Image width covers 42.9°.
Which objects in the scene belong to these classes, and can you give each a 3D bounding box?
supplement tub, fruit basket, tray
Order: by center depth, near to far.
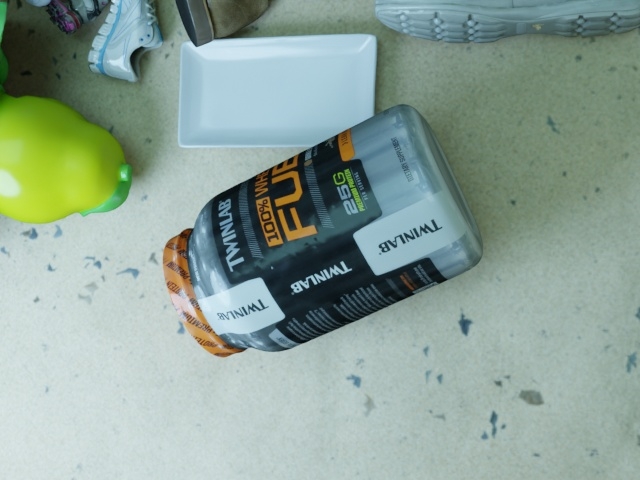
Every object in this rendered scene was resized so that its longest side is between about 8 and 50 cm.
[{"bbox_3d":[0.000,0.000,0.955,0.338,0.207,0.207,-26,82,14],"label":"supplement tub"},{"bbox_3d":[-0.057,-0.192,1.068,0.270,0.030,0.145,2,89,16],"label":"tray"},{"bbox_3d":[-0.449,-0.129,1.103,0.392,0.283,0.392,-4,100,-25],"label":"fruit basket"}]

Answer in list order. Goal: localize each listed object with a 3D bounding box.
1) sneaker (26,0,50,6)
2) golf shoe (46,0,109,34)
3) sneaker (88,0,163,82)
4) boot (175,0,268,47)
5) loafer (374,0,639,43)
[{"bbox_3d":[-0.468,-0.367,1.040,0.366,0.210,0.137,-9,75,37],"label":"sneaker"},{"bbox_3d":[-0.375,-0.367,1.154,0.086,0.067,0.186,-40,71,-20],"label":"golf shoe"},{"bbox_3d":[-0.244,-0.305,1.111,0.083,0.071,0.190,24,104,9],"label":"sneaker"},{"bbox_3d":[-0.142,-0.397,0.993,0.115,0.305,0.112,-21,41,-12],"label":"boot"},{"bbox_3d":[0.223,-0.298,0.953,0.319,0.112,0.111,0,84,9],"label":"loafer"}]
